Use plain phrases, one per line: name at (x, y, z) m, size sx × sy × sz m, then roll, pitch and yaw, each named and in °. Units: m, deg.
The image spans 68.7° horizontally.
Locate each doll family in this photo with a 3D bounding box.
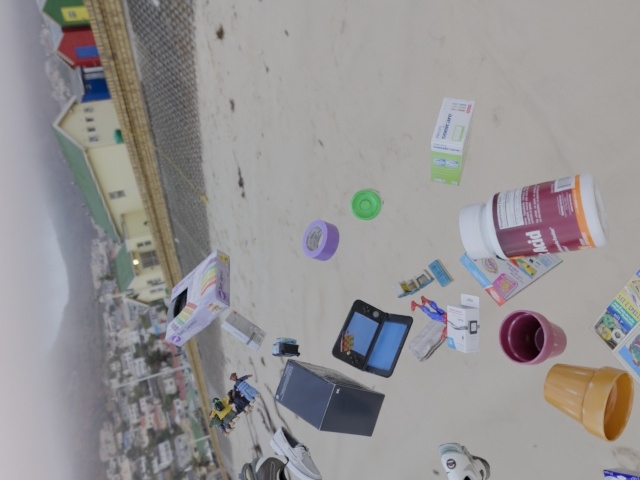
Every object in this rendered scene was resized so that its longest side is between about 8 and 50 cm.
doll family at (-0.271, 0.492, 1.428) m, size 0.111 × 0.193 × 0.076 m, roll 36°, pitch 154°, yaw 24°

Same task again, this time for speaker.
speaker at (0.187, -0.148, 1.881) m, size 0.296 × 0.131 × 0.131 m, roll -39°, pitch -63°, yaw -80°

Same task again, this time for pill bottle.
pill bottle at (0.658, -0.059, 1.467) m, size 0.392 × 0.224 × 0.224 m, roll -13°, pitch 92°, yaw 38°

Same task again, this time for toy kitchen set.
toy kitchen set at (0.461, 0.195, 2.111) m, size 0.207 × 0.166 × 0.122 m, roll -43°, pitch 67°, yaw 29°

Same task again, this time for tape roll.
tape roll at (0.000, 0.000, 2.239) m, size 0.189 × 0.080 × 0.188 m, roll -24°, pitch 58°, yaw 45°

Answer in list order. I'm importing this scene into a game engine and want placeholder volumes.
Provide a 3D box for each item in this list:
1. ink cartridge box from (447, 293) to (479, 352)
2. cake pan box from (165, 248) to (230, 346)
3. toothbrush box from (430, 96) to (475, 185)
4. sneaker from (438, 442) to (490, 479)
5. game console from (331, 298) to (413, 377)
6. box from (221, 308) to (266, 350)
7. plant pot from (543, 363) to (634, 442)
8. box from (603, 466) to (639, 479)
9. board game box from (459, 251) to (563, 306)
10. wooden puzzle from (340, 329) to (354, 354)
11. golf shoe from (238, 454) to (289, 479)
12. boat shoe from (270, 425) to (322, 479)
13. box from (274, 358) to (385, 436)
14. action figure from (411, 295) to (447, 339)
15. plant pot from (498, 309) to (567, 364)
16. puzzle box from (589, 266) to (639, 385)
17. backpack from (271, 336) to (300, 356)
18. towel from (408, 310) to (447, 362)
ink cartridge box at (0.475, 0.272, 1.559) m, size 0.104 × 0.060 × 0.180 m, roll 179°, pitch 90°, yaw -72°
cake pan box at (-0.411, 0.192, 1.577) m, size 0.070 × 0.267 × 0.245 m, roll 38°, pitch -155°, yaw -31°
toothbrush box at (0.507, -0.374, 1.808) m, size 0.283 × 0.122 × 0.206 m, roll 62°, pitch -136°, yaw -61°
sneaker at (0.517, 0.837, 1.657) m, size 0.330 × 0.122 × 0.146 m, roll 40°, pitch -146°, yaw -38°
game console at (0.226, 0.423, 2.066) m, size 0.293 × 0.250 × 0.173 m, roll -63°, pitch 2°, yaw -21°
box at (-0.329, 0.386, 2.029) m, size 0.186 × 0.038 × 0.145 m, roll 37°, pitch -169°, yaw -5°
plant pot at (0.783, 0.457, 1.387) m, size 0.188 × 0.205 × 0.205 m, roll 10°, pitch 114°, yaw 53°
box at (0.894, 0.730, 1.330) m, size 0.126 × 0.072 × 0.137 m, roll 128°, pitch 141°, yaw -68°
board game box at (0.755, 0.079, 1.860) m, size 0.242 × 0.317 × 0.064 m, roll 54°, pitch 162°, yaw 23°
wooden puzzle at (0.085, 0.320, 1.470) m, size 0.006 × 0.049 × 0.083 m, roll 15°, pitch 107°, yaw 52°
golf shoe at (-0.063, 0.453, 0.763) m, size 0.077 × 0.094 × 0.198 m, roll 84°, pitch 166°, yaw -76°
boat shoe at (-0.084, 0.828, 1.815) m, size 0.267 × 0.096 × 0.088 m, roll 31°, pitch 94°, yaw 42°
box at (0.033, 0.612, 1.821) m, size 0.294 × 0.296 × 0.182 m, roll 9°, pitch 77°, yaw 51°
action figure at (0.479, 0.325, 1.816) m, size 0.280 × 0.092 × 0.139 m, roll 23°, pitch 133°, yaw 58°
plant pot at (0.803, 0.365, 1.742) m, size 0.201 × 0.180 × 0.201 m, roll -30°, pitch 54°, yaw 53°
puzzle box at (0.878, 0.277, 1.137) m, size 0.409 × 0.052 × 0.272 m, roll -113°, pitch 30°, yaw -47°
backpack at (-0.158, 0.471, 2.064) m, size 0.114 × 0.105 × 0.084 m, roll -27°, pitch 55°, yaw 53°
towel at (0.576, 0.489, 2.412) m, size 0.049 × 0.282 × 0.187 m, roll 42°, pitch -178°, yaw -14°
